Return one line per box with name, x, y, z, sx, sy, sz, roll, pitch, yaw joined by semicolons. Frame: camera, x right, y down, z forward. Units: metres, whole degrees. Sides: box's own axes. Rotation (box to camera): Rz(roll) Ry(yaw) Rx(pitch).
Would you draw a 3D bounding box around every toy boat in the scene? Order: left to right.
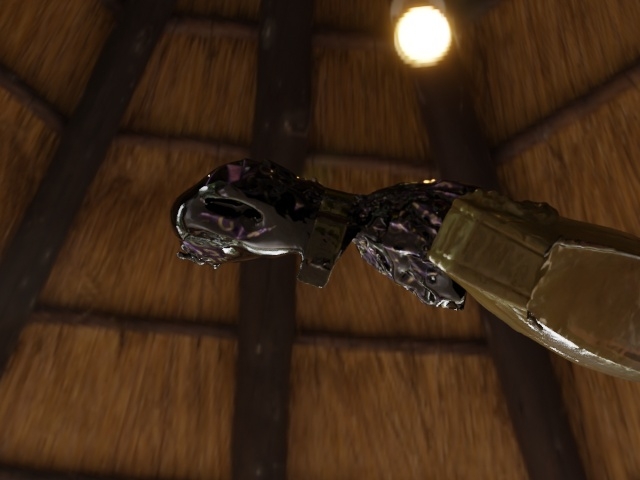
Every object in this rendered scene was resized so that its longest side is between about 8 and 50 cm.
toy boat;0.132;0.027;0.644;0.206;0.072;0.064;22;-85;-39

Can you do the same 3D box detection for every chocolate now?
chocolate;0.001;-0.003;0.643;0.147;0.070;0.072;2;-51;2
